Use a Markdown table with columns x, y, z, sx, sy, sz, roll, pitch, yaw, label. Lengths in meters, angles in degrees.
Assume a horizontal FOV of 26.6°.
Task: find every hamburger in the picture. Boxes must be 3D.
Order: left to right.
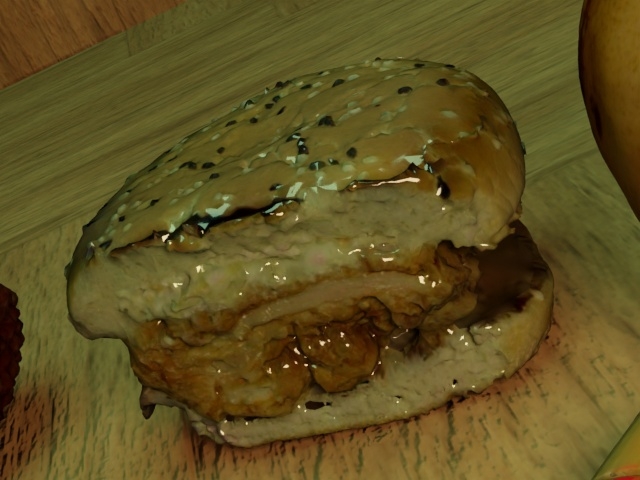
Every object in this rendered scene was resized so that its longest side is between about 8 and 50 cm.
| x | y | z | sx | sy | sz | roll | pitch | yaw | label |
| --- | --- | --- | --- | --- | --- | --- | --- | --- | --- |
| 0.000 | 0.000 | 0.948 | 0.318 | 0.195 | 0.277 | -17 | 25 | 16 | hamburger |

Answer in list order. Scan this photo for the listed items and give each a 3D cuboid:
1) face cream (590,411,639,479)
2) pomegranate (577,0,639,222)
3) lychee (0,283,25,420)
| x | y | z | sx | sy | sz | roll | pitch | yaw | label |
| --- | --- | --- | --- | --- | --- | --- | --- | --- | --- |
| 0.137 | 0.168 | 0.572 | 0.139 | 0.067 | 0.285 | 0 | 33 | 44 | face cream |
| 0.295 | -0.106 | 0.699 | 0.319 | 0.319 | 0.319 | -22 | 22 | 9 | pomegranate |
| -0.380 | 0.093 | 1.058 | 0.300 | 0.264 | 0.264 | -14 | 16 | -24 | lychee |
